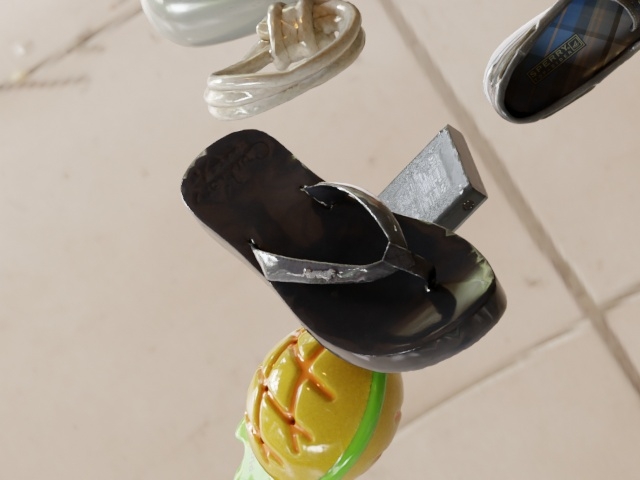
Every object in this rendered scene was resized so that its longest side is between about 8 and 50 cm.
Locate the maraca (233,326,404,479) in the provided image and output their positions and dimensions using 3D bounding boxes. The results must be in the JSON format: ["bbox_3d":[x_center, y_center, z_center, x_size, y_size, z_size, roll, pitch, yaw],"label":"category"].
[{"bbox_3d":[-0.009,0.122,1.292,0.185,0.099,0.127,-37,39,46],"label":"maraca"}]

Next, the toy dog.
[{"bbox_3d":[0.044,-0.215,0.976,0.333,0.161,0.220,-24,22,0],"label":"toy dog"}]

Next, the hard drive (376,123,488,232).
[{"bbox_3d":[0.074,-0.020,1.502,0.135,0.022,0.094,-46,33,22],"label":"hard drive"}]

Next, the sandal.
[{"bbox_3d":[-0.001,0.000,1.096,0.254,0.054,0.097,29,70,39],"label":"sandal"}]

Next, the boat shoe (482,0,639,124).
[{"bbox_3d":[0.202,-0.161,1.260,0.228,0.080,0.076,-38,13,16],"label":"boat shoe"}]
